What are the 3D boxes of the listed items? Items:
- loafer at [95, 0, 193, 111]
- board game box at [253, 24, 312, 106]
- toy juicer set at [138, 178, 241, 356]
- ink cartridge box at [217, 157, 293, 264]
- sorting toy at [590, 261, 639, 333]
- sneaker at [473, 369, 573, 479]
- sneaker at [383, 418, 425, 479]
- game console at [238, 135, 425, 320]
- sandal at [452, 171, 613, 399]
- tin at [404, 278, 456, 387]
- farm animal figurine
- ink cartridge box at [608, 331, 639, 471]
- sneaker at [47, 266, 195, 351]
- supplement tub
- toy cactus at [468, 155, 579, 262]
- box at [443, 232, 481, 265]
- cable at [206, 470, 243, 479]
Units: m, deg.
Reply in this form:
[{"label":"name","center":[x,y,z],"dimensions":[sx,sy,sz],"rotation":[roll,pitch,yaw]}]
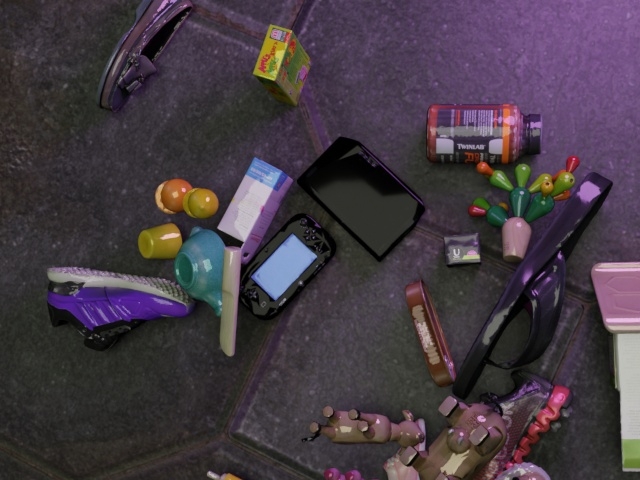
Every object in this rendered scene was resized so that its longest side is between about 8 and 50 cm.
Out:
[{"label":"loafer","center":[-0.334,-0.360,1.787],"dimensions":[0.084,0.096,0.268],"rotation":[26,87,6]},{"label":"board game box","center":[-0.066,-0.310,1.684],"dimensions":[0.043,0.181,0.092],"rotation":[18,88,12]},{"label":"toy juicer set","center":[-0.193,0.018,1.640],"dimensions":[0.329,0.089,0.209],"rotation":[44,127,36]},{"label":"ink cartridge box","center":[-0.126,-0.051,1.708],"dimensions":[0.061,0.104,0.181],"rotation":[28,90,11]},{"label":"sorting toy","center":[0.550,0.096,1.537],"dimensions":[0.193,0.208,0.038],"rotation":[-2,115,10]},{"label":"sneaker","center":[0.301,0.335,1.595],"dimensions":[0.135,0.097,0.276],"rotation":[37,90,11]},{"label":"sneaker","center":[0.147,0.376,1.642],"dimensions":[0.070,0.051,0.134],"rotation":[6,90,6]},{"label":"game console","center":[0.000,0.000,1.699],"dimensions":[0.213,0.044,0.361],"rotation":[43,88,11]},{"label":"sandal","center":[0.371,0.091,1.567],"dimensions":[0.107,0.167,0.446],"rotation":[35,90,18]},{"label":"tin","center":[0.190,0.162,1.630],"dimensions":[0.040,0.106,0.190],"rotation":[-20,80,16]},{"label":"farm animal figurine","center":[0.172,0.367,1.524],"dimensions":[0.326,0.172,0.330],"rotation":[-37,59,11]},{"label":"ink cartridge box","center":[0.579,0.246,1.555],"dimensions":[0.188,0.097,0.255],"rotation":[-2,86,10]},{"label":"sneaker","center":[-0.373,0.136,1.745],"dimensions":[0.293,0.102,0.146],"rotation":[8,93,15]},{"label":"supplement tub","center":[0.286,-0.186,1.646],"dimensions":[0.197,0.106,0.106],"rotation":[2,85,11]},{"label":"toy cactus","center":[0.332,-0.055,1.580],"dimensions":[0.219,0.112,0.181],"rotation":[-10,60,41]},{"label":"box","center":[0.248,0.018,1.643],"dimensions":[0.062,0.083,0.052],"rotation":[-5,83,9]},{"label":"cable","center":[-0.075,0.496,1.660],"dimensions":[0.287,0.072,0.140],"rotation":[8,91,11]}]
